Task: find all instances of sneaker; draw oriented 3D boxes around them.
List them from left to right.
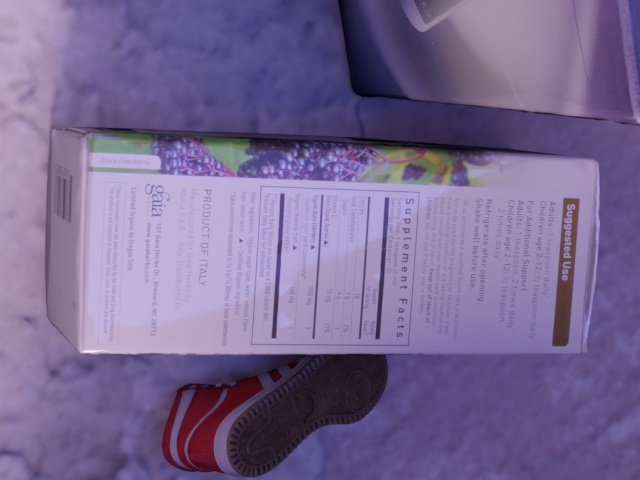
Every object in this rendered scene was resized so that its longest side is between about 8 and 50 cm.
[{"bbox_3d":[-0.024,0.077,0.772,0.118,0.067,0.042,-26,104,-44],"label":"sneaker"}]

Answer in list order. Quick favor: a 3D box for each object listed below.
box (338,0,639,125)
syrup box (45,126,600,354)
[{"bbox_3d":[0.112,-0.210,0.642,0.183,0.294,0.296,-13,100,-16],"label":"box"},{"bbox_3d":[0.000,0.000,0.737,0.237,0.093,0.096,1,96,-18],"label":"syrup box"}]
